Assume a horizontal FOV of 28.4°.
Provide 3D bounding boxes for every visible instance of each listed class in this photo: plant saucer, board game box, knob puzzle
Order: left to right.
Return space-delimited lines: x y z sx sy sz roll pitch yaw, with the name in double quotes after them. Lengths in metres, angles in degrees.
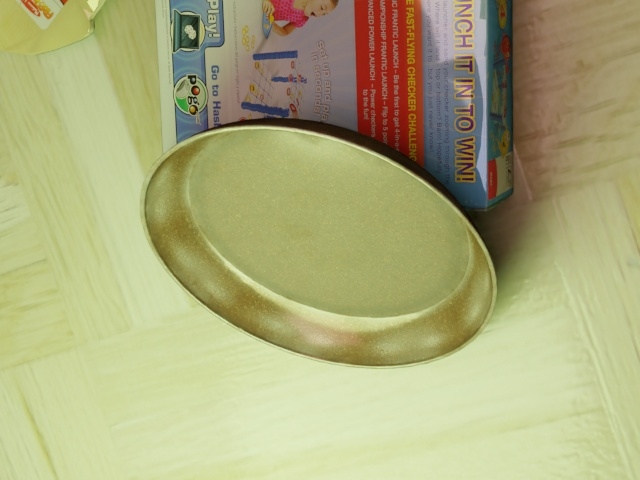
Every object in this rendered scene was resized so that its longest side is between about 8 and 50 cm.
-0.282 -0.267 1.229 0.213 0.030 0.213 4 102 22 "knob puzzle"
0.000 0.000 1.073 0.311 0.050 0.310 12 143 9 "plant saucer"
0.009 -0.186 1.090 0.302 0.086 0.308 3 101 22 "board game box"
